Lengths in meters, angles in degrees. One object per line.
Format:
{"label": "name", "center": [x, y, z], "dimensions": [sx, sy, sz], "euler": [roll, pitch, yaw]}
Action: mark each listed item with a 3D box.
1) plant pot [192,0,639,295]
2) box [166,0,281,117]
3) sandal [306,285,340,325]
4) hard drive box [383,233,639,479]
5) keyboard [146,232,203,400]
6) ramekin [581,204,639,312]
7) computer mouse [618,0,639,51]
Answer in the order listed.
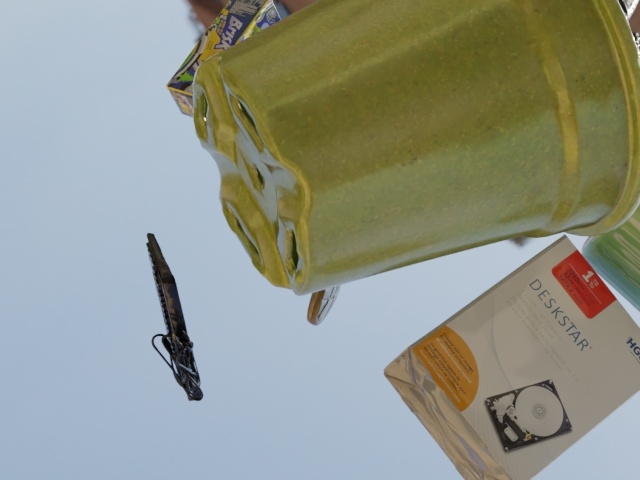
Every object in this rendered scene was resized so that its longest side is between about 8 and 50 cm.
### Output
{"label": "plant pot", "center": [0.055, -0.087, 1.061], "dimensions": [0.254, 0.276, 0.276], "euler": [-23, -150, -18]}
{"label": "box", "center": [-0.116, -0.228, 1.792], "dimensions": [0.054, 0.059, 0.169], "euler": [20, -115, 31]}
{"label": "sandal", "center": [0.000, 0.000, 1.509], "dimensions": [0.049, 0.072, 0.180], "euler": [4, -100, 13]}
{"label": "hard drive box", "center": [0.214, 0.133, 1.512], "dimensions": [0.232, 0.181, 0.089], "euler": [-34, 171, -27]}
{"label": "keyboard", "center": [-0.153, 0.089, 1.432], "dimensions": [0.038, 0.192, 0.100], "euler": [-20, -132, -12]}
{"label": "ramekin", "center": [0.426, -0.045, 1.610], "dimensions": [0.303, 0.148, 0.303], "euler": [-50, 173, -8]}
{"label": "computer mouse", "center": [0.289, -0.261, 1.602], "dimensions": [0.188, 0.072, 0.272], "euler": [-14, -130, 39]}
